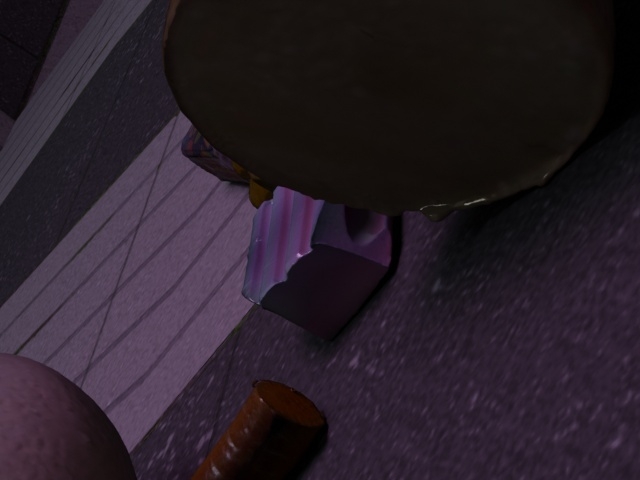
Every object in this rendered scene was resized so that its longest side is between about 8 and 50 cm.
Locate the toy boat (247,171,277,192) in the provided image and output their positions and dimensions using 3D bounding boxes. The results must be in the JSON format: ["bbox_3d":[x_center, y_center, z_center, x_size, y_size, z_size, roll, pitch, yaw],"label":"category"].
[{"bbox_3d":[0.011,-0.071,1.114,0.172,0.065,0.066,-36,33,40],"label":"toy boat"}]

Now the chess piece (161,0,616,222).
[{"bbox_3d":[0.055,-0.254,0.915,0.234,0.234,0.442,-39,35,48],"label":"chess piece"}]

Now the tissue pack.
[{"bbox_3d":[-0.059,-0.104,1.394,0.108,0.060,0.148,-58,15,-6],"label":"tissue pack"}]

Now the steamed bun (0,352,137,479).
[{"bbox_3d":[-0.210,0.214,1.024,0.283,0.177,0.283,-53,17,24],"label":"steamed bun"}]

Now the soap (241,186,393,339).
[{"bbox_3d":[0.000,0.000,1.028,0.100,0.056,0.149,-52,16,25],"label":"soap"}]

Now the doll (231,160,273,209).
[{"bbox_3d":[-0.014,-0.124,1.247,0.209,0.097,0.137,-58,21,16],"label":"doll"}]

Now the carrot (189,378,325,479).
[{"bbox_3d":[-0.055,0.143,0.939,0.139,0.048,0.048,-54,16,16],"label":"carrot"}]
